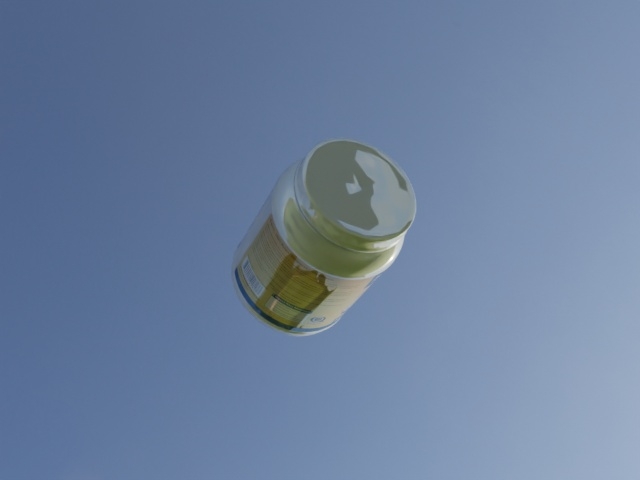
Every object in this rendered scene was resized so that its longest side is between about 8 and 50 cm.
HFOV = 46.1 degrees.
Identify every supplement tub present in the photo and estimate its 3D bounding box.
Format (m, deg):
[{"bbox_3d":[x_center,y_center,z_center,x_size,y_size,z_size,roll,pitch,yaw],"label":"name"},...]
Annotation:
[{"bbox_3d":[0.000,0.000,0.797,0.144,0.144,0.200,12,-35,-20],"label":"supplement tub"}]
